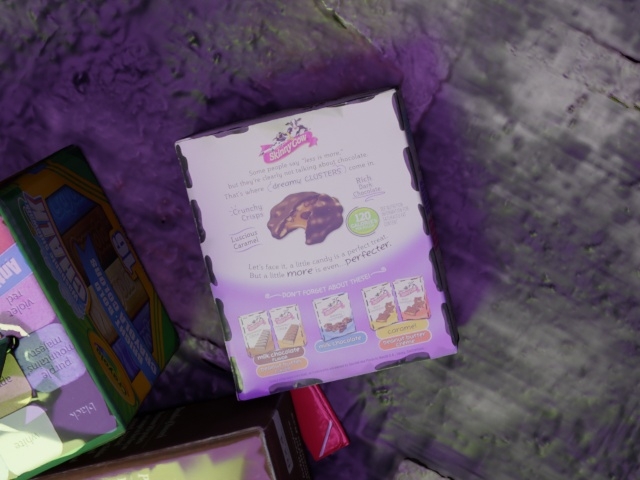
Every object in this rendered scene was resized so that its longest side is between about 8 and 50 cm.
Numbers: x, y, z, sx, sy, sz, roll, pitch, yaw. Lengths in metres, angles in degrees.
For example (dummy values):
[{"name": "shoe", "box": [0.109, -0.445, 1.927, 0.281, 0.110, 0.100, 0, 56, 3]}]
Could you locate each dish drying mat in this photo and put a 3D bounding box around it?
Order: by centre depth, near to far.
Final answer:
[{"name": "dish drying mat", "box": [-0.011, 0.125, 1.346, 0.032, 0.008, 0.083, -28, 97, 11]}]

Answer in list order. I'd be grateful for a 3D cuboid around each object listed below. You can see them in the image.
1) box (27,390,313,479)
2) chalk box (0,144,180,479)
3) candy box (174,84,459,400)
[{"name": "box", "box": [-0.189, 0.247, 1.319, 0.381, 0.143, 0.191, -12, 99, 10]}, {"name": "chalk box", "box": [-0.232, 0.069, 1.212, 0.180, 0.289, 0.179, -26, 97, 9]}, {"name": "candy box", "box": [0.000, 0.000, 1.286, 0.164, 0.070, 0.196, -12, 97, 8]}]
